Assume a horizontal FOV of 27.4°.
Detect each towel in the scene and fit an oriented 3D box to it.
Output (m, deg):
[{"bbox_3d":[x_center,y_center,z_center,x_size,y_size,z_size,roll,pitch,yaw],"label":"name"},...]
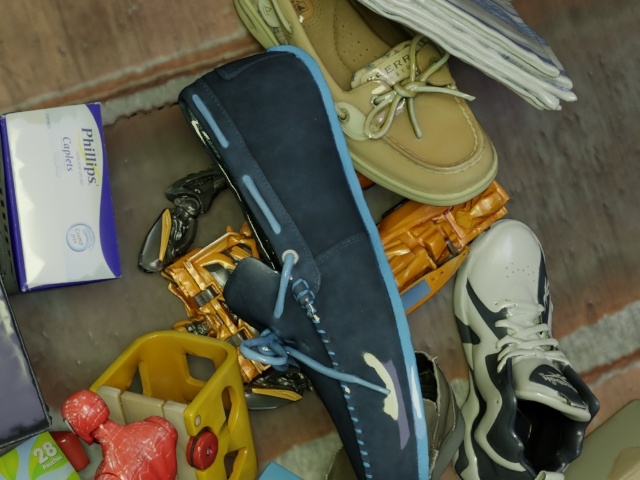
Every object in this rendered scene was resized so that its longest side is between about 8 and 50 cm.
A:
[{"bbox_3d":[0.080,-0.200,1.019,0.209,0.285,0.034,28,110,-17],"label":"towel"}]

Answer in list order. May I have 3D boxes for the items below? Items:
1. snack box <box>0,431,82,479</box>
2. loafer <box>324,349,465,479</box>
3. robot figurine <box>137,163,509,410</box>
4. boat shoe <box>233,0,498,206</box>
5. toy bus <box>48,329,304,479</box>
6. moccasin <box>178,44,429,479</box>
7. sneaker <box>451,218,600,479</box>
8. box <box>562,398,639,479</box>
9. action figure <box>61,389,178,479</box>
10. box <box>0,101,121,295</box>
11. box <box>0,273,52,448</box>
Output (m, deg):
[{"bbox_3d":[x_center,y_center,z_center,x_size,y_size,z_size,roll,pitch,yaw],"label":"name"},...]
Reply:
[{"bbox_3d":[-0.230,0.258,0.908,0.207,0.070,0.174,-31,83,-44],"label":"snack box"},{"bbox_3d":[0.046,0.163,0.998,0.094,0.251,0.087,-6,111,19],"label":"loafer"},{"bbox_3d":[0.000,0.000,1.056,0.291,0.085,0.211,-37,93,-19],"label":"robot figurine"},{"bbox_3d":[0.028,-0.143,1.015,0.104,0.089,0.285,-37,69,-20],"label":"boat shoe"},{"bbox_3d":[-0.098,0.166,0.996,0.191,0.202,0.104,45,42,-5],"label":"toy bus"},{"bbox_3d":[-0.017,0.030,0.943,0.117,0.137,0.342,-15,67,-11],"label":"moccasin"},{"bbox_3d":[0.175,0.096,1.078,0.094,0.153,0.235,14,82,-21],"label":"sneaker"},{"bbox_3d":[0.220,0.276,1.098,0.311,0.121,0.148,-35,97,-19],"label":"box"},{"bbox_3d":[-0.121,0.219,0.915,0.280,0.139,0.091,63,38,-22],"label":"action figure"},{"bbox_3d":[-0.198,-0.027,0.958,0.072,0.137,0.126,-7,89,-20],"label":"box"},{"bbox_3d":[-0.281,0.098,0.882,0.153,0.207,0.108,-19,92,-21],"label":"box"}]
